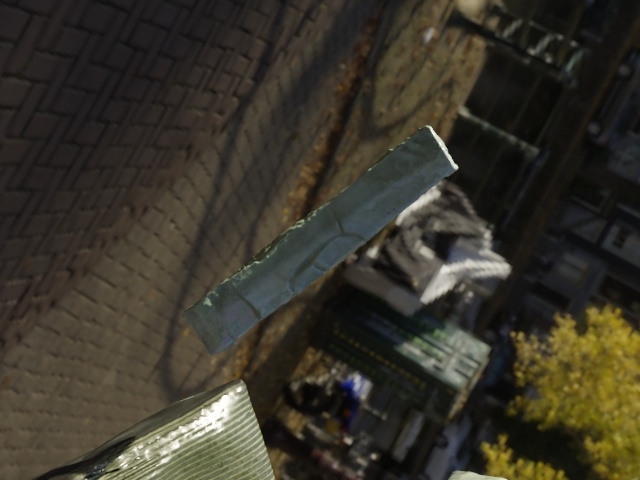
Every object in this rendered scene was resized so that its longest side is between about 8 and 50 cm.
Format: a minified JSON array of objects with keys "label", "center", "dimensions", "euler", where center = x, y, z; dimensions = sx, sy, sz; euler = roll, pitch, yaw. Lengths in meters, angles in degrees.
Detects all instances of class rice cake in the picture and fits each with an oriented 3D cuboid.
[{"label":"rice cake","center":[0.000,0.000,1.214],"dimensions":[0.336,0.066,0.063],"euler":[-39,178,-2]}]

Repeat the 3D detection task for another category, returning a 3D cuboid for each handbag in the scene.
[{"label":"handbag","center":[-0.198,0.334,1.305],"dimensions":[0.247,0.240,0.340],"euler":[-24,-179,43]}]

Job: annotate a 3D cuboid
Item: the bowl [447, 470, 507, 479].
[{"label":"bowl","center":[0.223,0.415,1.249],"dimensions":[0.307,0.163,0.307],"euler":[-1,90,-69]}]
